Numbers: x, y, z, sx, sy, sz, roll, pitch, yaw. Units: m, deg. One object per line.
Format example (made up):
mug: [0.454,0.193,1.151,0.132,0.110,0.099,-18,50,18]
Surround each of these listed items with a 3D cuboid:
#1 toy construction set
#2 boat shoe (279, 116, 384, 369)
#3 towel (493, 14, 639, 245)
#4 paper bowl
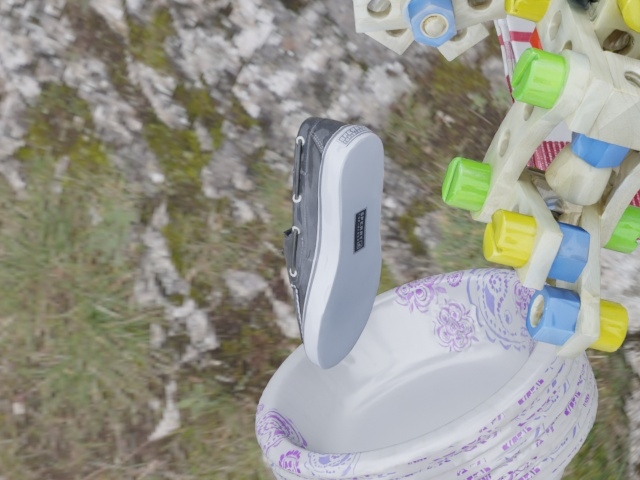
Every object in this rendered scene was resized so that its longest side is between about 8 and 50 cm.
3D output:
toy construction set: [0.134,-0.110,0.875,0.327,0.151,0.215,-113,35,-46]
boat shoe: [0.000,0.000,1.240,0.076,0.080,0.228,27,130,34]
towel: [0.315,-0.148,1.641,0.037,0.237,0.329,-37,59,56]
paper bowl: [0.098,0.158,1.255,0.284,0.284,0.148,-18,113,15]
